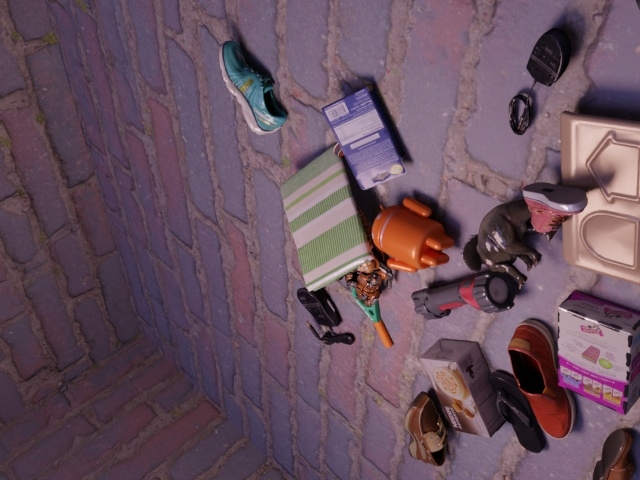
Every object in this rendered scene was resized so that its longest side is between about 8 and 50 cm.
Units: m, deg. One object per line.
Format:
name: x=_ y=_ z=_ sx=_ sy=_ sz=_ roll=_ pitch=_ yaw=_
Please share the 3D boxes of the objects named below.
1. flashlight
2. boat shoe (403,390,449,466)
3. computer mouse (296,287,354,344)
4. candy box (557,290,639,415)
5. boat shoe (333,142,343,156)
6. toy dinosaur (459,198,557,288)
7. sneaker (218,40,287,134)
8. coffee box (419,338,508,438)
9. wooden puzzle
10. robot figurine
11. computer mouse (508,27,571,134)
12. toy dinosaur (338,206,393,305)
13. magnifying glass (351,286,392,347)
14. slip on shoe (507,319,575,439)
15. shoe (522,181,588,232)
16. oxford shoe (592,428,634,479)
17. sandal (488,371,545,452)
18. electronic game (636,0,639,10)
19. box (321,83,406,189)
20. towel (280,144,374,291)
flashlight: x=0.349 y=0.144 z=1.632 sx=0.304 sy=0.103 sz=0.103 roll=149 pitch=113 yaw=-62
boat shoe: x=0.342 y=0.589 z=2.049 sx=0.119 sy=0.122 sz=0.324 roll=24 pitch=146 yaw=33
computer mouse: x=-0.001 y=0.248 z=2.239 sx=0.262 sy=0.060 sz=0.184 roll=51 pitch=146 yaw=-15
candy box: x=0.591 y=0.237 z=1.404 sx=0.159 sy=0.071 sz=0.234 roll=22 pitch=137 yaw=42
boat shoe: x=0.075 y=-0.248 z=1.672 sx=0.043 sy=0.049 sz=0.137 roll=49 pitch=144 yaw=6
toy dinosaur: x=0.393 y=-0.002 z=1.404 sx=0.160 sy=0.121 sz=0.314 roll=30 pitch=147 yaw=14
sneaker: x=-0.182 y=-0.429 z=1.827 sx=0.110 sy=0.107 sz=0.275 roll=-17 pitch=111 yaw=38
coffee box: x=0.392 y=0.400 z=1.803 sx=0.141 sy=0.098 sz=0.247 roll=-4 pitch=116 yaw=55
wooden puzzle: x=0.578 y=-0.060 z=1.144 sx=0.347 sy=0.080 sz=0.322 roll=25 pitch=138 yaw=47
robot figurine: x=0.216 y=-0.008 z=1.627 sx=0.219 sy=0.128 sz=0.158 roll=29 pitch=153 yaw=37
computer mouse: x=0.400 y=-0.286 z=1.211 sx=0.071 sy=0.041 sz=0.242 roll=51 pitch=157 yaw=23
toy dinosaur: x=0.108 y=0.040 z=1.849 sx=0.218 sy=0.164 sz=0.322 roll=19 pitch=115 yaw=25
magnifying glass: x=0.162 y=0.226 z=2.024 sx=0.092 sy=0.026 sz=0.231 roll=-8 pitch=114 yaw=56
slip on shoe: x=0.519 y=0.347 z=1.580 sx=0.123 sy=0.101 sz=0.331 roll=6 pitch=126 yaw=49
shoe: x=0.439 y=-0.054 z=1.228 sx=0.178 sy=0.063 sz=0.081 roll=-135 pitch=24 yaw=-72
oxford shoe: x=0.698 y=0.516 z=1.547 sx=0.076 sy=0.076 sz=0.212 roll=9 pitch=130 yaw=12
sandal: x=0.514 y=0.456 z=1.732 sx=0.097 sy=0.054 sz=0.255 roll=-14 pitch=108 yaw=57
electronic game: x=0.545 y=-0.371 z=0.912 sx=0.229 sy=0.048 sz=0.229 roll=35 pitch=145 yaw=30
box: x=0.110 y=-0.244 z=1.590 sx=0.136 sy=0.036 sz=0.225 roll=-19 pitch=103 yaw=33
towel: x=0.009 y=-0.055 z=1.778 sx=0.247 sy=0.038 sz=0.325 roll=-31 pitch=67 yaw=39
